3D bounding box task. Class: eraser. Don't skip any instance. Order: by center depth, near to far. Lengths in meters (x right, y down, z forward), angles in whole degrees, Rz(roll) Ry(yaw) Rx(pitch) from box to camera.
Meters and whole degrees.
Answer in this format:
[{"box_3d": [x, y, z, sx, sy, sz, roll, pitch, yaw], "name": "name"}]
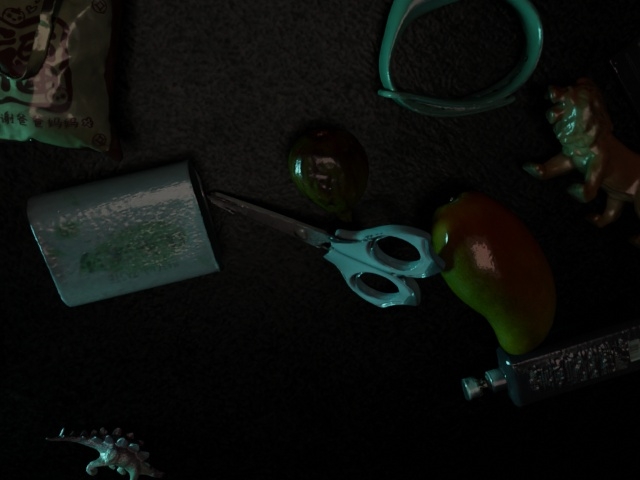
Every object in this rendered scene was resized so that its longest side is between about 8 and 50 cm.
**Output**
[{"box_3d": [-0.271, -0.008, 0.855, 0.227, 0.081, 0.173, -14, 109, -3], "name": "eraser"}]

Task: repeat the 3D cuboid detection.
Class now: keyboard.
[{"box_3d": [0.506, -0.210, 0.913, 0.067, 0.011, 0.202, -38, 108, 4], "name": "keyboard"}]

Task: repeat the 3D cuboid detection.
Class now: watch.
[{"box_3d": [0.187, -0.268, 0.833, 0.237, 0.068, 0.195, -20, 111, -4], "name": "watch"}]

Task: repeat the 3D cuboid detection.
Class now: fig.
[{"box_3d": [0.016, -0.086, 0.856, 0.110, 0.103, 0.154, 1, 128, 17], "name": "fig"}]

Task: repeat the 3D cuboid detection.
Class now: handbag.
[{"box_3d": [-0.357, -0.223, 0.751, 0.213, 0.127, 0.234, 5, 105, -6], "name": "handbag"}]

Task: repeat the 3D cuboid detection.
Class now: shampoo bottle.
[{"box_3d": [0.389, 0.206, 1.002, 0.310, 0.071, 0.098, -17, 110, -1], "name": "shampoo bottle"}]

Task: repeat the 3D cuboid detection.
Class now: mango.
[{"box_3d": [0.274, 0.050, 0.912, 0.289, 0.129, 0.146, 46, 74, -24], "name": "mango"}]

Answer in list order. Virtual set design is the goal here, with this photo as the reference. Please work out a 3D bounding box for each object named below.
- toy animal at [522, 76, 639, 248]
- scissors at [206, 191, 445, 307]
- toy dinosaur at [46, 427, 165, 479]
[{"box_3d": [0.433, -0.112, 0.896, 0.313, 0.097, 0.157, 33, 95, -17], "name": "toy animal"}, {"box_3d": [0.000, 0.001, 0.886, 0.361, 0.029, 0.191, 21, 142, -3], "name": "scissors"}, {"box_3d": [-0.344, 0.346, 0.981, 0.209, 0.039, 0.082, 30, 99, -25], "name": "toy dinosaur"}]
